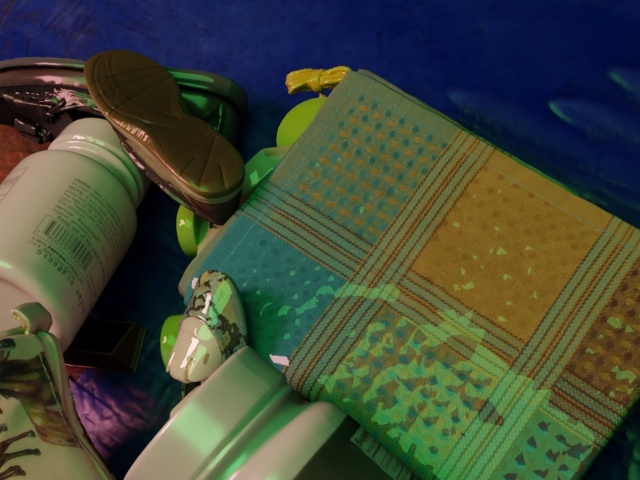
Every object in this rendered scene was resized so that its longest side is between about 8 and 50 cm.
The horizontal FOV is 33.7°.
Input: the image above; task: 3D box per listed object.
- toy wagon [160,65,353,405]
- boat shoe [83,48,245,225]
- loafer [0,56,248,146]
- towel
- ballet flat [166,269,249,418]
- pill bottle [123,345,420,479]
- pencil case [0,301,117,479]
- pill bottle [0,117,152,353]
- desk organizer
[{"bbox_3d":[0.000,0.000,0.966,0.267,0.068,0.344,-4,64,15],"label":"toy wagon"},{"bbox_3d":[-0.148,-0.093,0.972,0.080,0.073,0.223,-28,55,-27],"label":"boat shoe"},{"bbox_3d":[-0.226,-0.123,1.076,0.303,0.109,0.095,4,71,16],"label":"loafer"},{"bbox_3d":[0.090,0.039,0.860,0.370,0.040,0.271,34,78,26],"label":"towel"},{"bbox_3d":[-0.094,0.119,0.859,0.070,0.070,0.188,4,108,19],"label":"ballet flat"},{"bbox_3d":[0.006,0.220,0.753,0.283,0.161,0.161,41,81,6],"label":"pill bottle"},{"bbox_3d":[-0.188,0.255,0.796,0.183,0.160,0.410,-32,76,-1],"label":"pencil case"},{"bbox_3d":[-0.244,-0.008,0.974,0.131,0.131,0.229,3,41,18],"label":"pill bottle"},{"bbox_3d":[-0.238,0.091,1.003,0.130,0.050,0.047,3,66,18],"label":"desk organizer"}]
